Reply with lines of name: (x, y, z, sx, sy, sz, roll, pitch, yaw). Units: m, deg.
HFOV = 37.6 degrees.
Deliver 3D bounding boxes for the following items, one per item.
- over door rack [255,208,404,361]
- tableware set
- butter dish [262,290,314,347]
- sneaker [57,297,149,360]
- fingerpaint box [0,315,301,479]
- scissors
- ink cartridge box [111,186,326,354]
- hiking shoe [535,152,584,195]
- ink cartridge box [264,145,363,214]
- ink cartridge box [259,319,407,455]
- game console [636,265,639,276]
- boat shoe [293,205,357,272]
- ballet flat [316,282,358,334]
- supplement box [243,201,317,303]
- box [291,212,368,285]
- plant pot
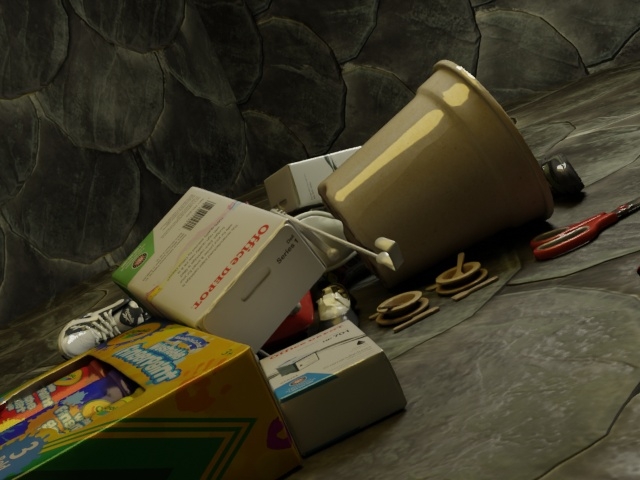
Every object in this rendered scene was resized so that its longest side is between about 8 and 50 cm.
over door rack: (-0.038, 0.089, 1.445, 0.324, 0.108, 0.239, 18, 65, 51)
tableware set: (0.169, 0.075, 1.466, 0.194, 0.039, 0.128, -26, 10, -13)
butter dish: (-0.082, 0.121, 1.597, 0.160, 0.118, 0.160, -20, 54, 8)
sneaker: (-0.477, 0.191, 2.136, 0.153, 0.094, 0.235, -26, -4, 36)
fingerpaint box: (-0.287, 0.258, 1.180, 0.371, 0.163, 0.445, -27, 11, -21)
scissors: (0.464, -0.038, 1.469, 0.297, 0.021, 0.109, -22, 8, -1)
ink cartridge box: (-0.156, 0.048, 1.401, 0.201, 0.117, 0.278, -50, 36, -16)
hiking shoe: (0.413, -0.100, 1.767, 0.114, 0.086, 0.227, -37, 5, -2)
ink cartridge box: (0.014, -0.114, 1.811, 0.208, 0.087, 0.153, -16, -3, -24)
ink cartridge box: (0.009, 0.178, 1.173, 0.139, 0.082, 0.190, -25, 12, -8)
game console: (0.481, 0.019, 1.141, 0.144, 0.085, 0.124, -25, -21, -13)
boat shoe: (0.013, -0.010, 1.769, 0.319, 0.116, 0.099, -22, 7, -34)
ballet flat: (0.022, 0.112, 1.514, 0.074, 0.074, 0.203, -22, 10, 8)
supplement box: (-0.125, 0.045, 1.774, 0.130, 0.073, 0.239, -28, 55, -25)
box: (0.000, 0.000, 1.847, 0.114, 0.207, 0.036, -31, -31, -37)
plant pot: (0.178, -0.086, 1.629, 0.305, 0.334, 0.334, -36, 11, -2)
